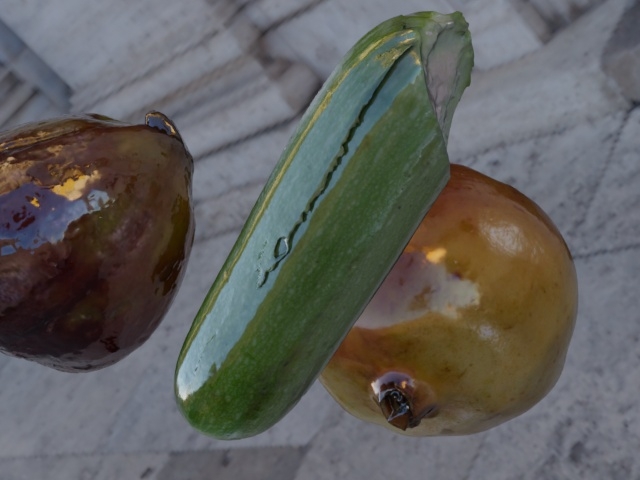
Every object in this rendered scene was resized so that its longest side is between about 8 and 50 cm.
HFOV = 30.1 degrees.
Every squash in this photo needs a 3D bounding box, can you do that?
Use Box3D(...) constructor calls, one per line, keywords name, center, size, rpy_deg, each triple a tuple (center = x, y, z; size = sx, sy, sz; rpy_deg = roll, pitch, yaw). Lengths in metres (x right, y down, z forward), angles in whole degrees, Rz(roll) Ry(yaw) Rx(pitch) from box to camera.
Box3D(name="squash", center=(0.000, 0.000, 0.533), size=(0.239, 0.069, 0.069), rpy_deg=(-60, 13, 27))

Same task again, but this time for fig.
Box3D(name="fig", center=(-0.221, 0.000, 1.001), size=(0.263, 0.224, 0.224), rpy_deg=(-29, 26, 43))

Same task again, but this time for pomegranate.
Box3D(name="pomegranate", center=(0.105, 0.062, 1.086), size=(0.264, 0.264, 0.264), rpy_deg=(-38, 22, 18))
